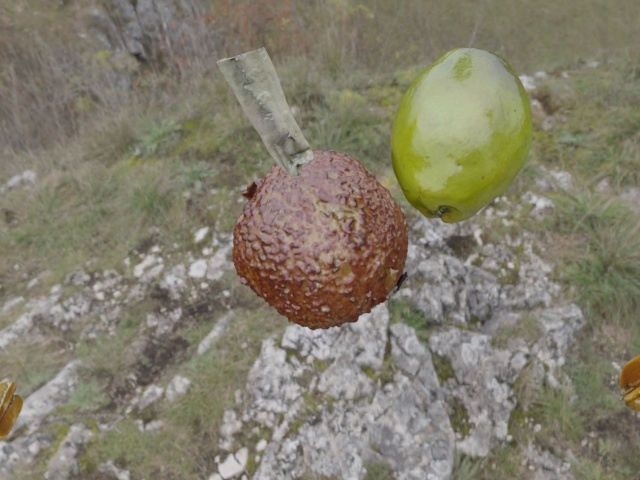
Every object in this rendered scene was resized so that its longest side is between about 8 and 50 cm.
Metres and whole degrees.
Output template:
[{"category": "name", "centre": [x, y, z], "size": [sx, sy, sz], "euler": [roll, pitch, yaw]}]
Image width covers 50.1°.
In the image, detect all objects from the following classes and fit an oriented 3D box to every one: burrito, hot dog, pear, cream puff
[{"category": "burrito", "centre": [-0.077, -0.195, 1.023], "size": [0.060, 0.226, 0.087], "euler": [1, 45, 35]}, {"category": "hot dog", "centre": [-0.448, 0.237, 0.947], "size": [0.041, 0.056, 0.133], "euler": [-16, 15, -7]}, {"category": "pear", "centre": [0.212, -0.160, 1.042], "size": [0.212, 0.212, 0.269], "euler": [15, 83, 25]}, {"category": "hot dog", "centre": [0.503, 0.174, 0.946], "size": [0.062, 0.236, 0.092], "euler": [26, 48, -14]}, {"category": "cream puff", "centre": [-0.005, 0.002, 1.256], "size": [0.350, 0.351, 0.228], "euler": [-3, 1, 8]}]

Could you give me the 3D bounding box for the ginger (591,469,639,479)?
[{"category": "ginger", "centre": [0.430, 0.413, 0.969], "size": [0.418, 0.176, 0.254], "euler": [-4, 86, -5]}]
